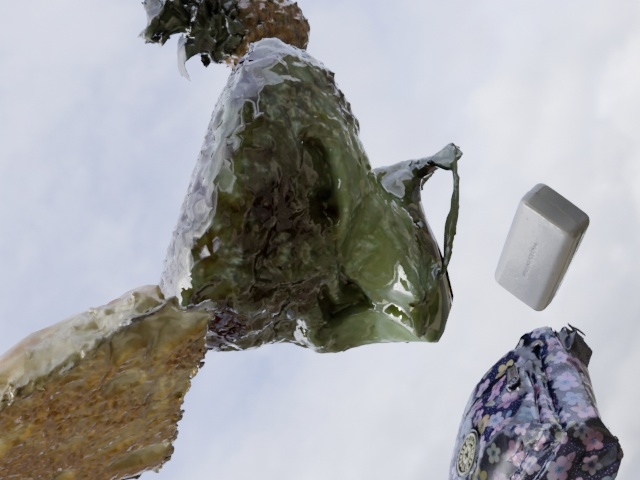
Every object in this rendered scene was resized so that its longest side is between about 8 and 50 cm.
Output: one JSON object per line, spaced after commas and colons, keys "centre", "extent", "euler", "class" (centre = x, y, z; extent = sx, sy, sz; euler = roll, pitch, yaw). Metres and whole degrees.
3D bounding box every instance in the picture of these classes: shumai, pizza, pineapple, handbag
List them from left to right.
{"centre": [-0.308, 0.193, 1.248], "extent": [0.392, 0.080, 0.435], "euler": [-19, -26, -24], "class": "pizza"}
{"centre": [-0.159, -0.326, 2.006], "extent": [0.310, 0.141, 0.170], "euler": [3, -72, -48], "class": "pineapple"}
{"centre": [0.000, 0.000, 1.512], "extent": [0.395, 0.348, 0.395], "euler": [-157, 90, -84], "class": "shumai"}
{"centre": [0.194, 0.202, 1.226], "extent": [0.208, 0.127, 0.229], "euler": [-92, 23, -63], "class": "handbag"}

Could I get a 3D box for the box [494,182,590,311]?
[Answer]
{"centre": [0.332, 0.014, 1.967], "extent": [0.055, 0.103, 0.244], "euler": [-44, -19, -25], "class": "box"}
